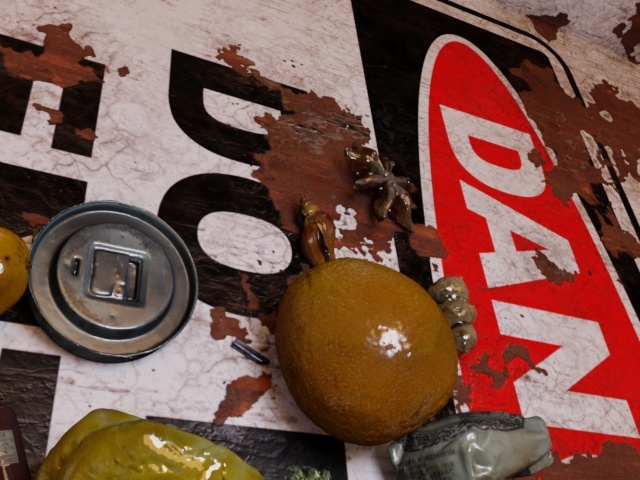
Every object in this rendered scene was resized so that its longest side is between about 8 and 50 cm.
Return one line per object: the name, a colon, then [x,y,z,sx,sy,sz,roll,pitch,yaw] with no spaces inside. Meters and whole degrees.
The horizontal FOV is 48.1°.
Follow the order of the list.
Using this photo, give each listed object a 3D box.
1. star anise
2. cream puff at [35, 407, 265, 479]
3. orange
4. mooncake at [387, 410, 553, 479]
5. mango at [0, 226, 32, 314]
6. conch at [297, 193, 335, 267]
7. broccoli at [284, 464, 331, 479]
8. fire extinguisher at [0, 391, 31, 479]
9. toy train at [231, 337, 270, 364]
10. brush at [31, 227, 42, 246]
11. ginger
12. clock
star anise: [0.162,-0.139,1.831,0.288,0.088,0.288,29,37,-25]
cream puff: [-0.247,0.400,1.010,0.324,0.291,0.257,43,60,-32]
orange: [0.077,0.196,1.350,0.321,0.322,0.357,-10,50,-37]
mooncake: [0.270,0.392,1.331,0.250,0.254,0.136,0,72,-43]
mango: [-0.585,0.067,1.148,0.235,0.136,0.166,-21,60,-11]
conch: [-0.001,-0.004,1.623,0.086,0.080,0.233,1,55,-21]
broccoli: [0.022,0.443,1.120,0.145,0.304,0.165,-33,92,-24]
fire extinguisher: [-0.494,0.317,1.067,0.099,0.071,0.231,-22,65,-12]
toy train: [-0.136,0.221,1.399,0.083,0.017,0.017,34,47,-3]
brush: [-0.425,0.005,1.385,0.247,0.036,0.043,8,61,-28]
ginger: [0.315,0.175,1.673,0.104,0.080,0.204,-1,52,-16]
clock: [-0.377,0.074,1.309,0.312,0.061,0.313,16,56,-25]
